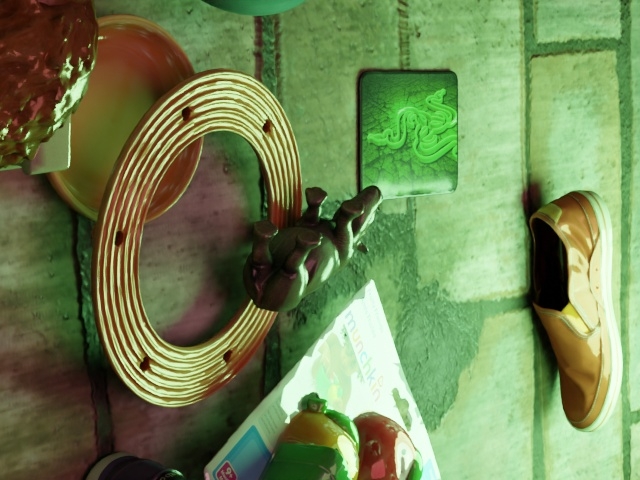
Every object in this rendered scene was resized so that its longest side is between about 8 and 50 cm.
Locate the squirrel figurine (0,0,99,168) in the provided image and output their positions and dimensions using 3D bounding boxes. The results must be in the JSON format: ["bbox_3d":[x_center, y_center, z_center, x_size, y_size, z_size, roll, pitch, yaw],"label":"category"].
[{"bbox_3d":[-0.338,-0.211,0.926,0.370,0.281,0.397,2,76,-18],"label":"squirrel figurine"}]

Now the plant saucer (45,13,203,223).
[{"bbox_3d":[-0.193,-0.113,1.333,0.200,0.037,0.200,-5,97,-47],"label":"plant saucer"}]

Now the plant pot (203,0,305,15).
[{"bbox_3d":[-0.039,-0.344,1.281,0.272,0.255,0.271,7,65,-15],"label":"plant pot"}]

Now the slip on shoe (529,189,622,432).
[{"bbox_3d":[0.334,0.099,1.897,0.101,0.123,0.331,-11,103,-24],"label":"slip on shoe"}]

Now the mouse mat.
[{"bbox_3d":[0.108,-0.127,1.690,0.190,0.007,0.152,-8,100,-48],"label":"mouse mat"}]

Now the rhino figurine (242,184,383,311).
[{"bbox_3d":[0.000,0.000,1.484,0.243,0.073,0.106,-32,147,-52],"label":"rhino figurine"}]

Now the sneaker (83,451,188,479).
[{"bbox_3d":[-0.156,0.351,1.355,0.107,0.124,0.283,-20,109,-45],"label":"sneaker"}]

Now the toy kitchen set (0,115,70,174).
[{"bbox_3d":[-0.324,-0.106,1.091,0.207,0.166,0.122,-13,104,-47],"label":"toy kitchen set"}]

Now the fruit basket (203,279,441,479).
[{"bbox_3d":[0.032,0.270,1.531,0.353,0.165,0.327,-42,123,-41],"label":"fruit basket"}]

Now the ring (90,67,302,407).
[{"bbox_3d":[-0.119,-0.002,1.389,0.336,0.032,0.336,-29,126,-51],"label":"ring"}]
